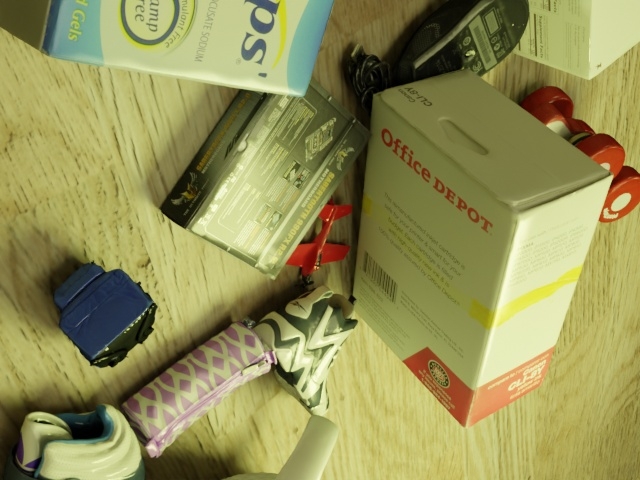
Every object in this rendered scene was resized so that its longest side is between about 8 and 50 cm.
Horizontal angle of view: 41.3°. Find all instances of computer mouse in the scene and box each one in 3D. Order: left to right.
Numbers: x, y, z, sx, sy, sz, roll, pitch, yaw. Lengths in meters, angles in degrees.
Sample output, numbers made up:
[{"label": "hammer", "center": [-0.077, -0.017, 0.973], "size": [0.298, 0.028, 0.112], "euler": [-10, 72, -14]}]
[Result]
[{"label": "computer mouse", "center": [0.156, -0.253, 1.137], "size": [0.272, 0.072, 0.188], "euler": [-37, 140, -4]}]

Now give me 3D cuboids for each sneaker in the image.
[{"label": "sneaker", "center": [-0.352, 0.304, 0.959], "size": [0.323, 0.130, 0.236], "euler": [-20, 120, -32]}, {"label": "sneaker", "center": [0.003, 0.151, 1.226], "size": [0.153, 0.094, 0.235], "euler": [-40, 134, -15]}]

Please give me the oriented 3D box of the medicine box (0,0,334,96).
[{"label": "medicine box", "center": [-0.121, -0.288, 0.763], "size": [0.289, 0.149, 0.263], "euler": [-1, 116, -44]}]

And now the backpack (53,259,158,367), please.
[{"label": "backpack", "center": [-0.235, 0.081, 0.937], "size": [0.098, 0.101, 0.120], "euler": [-39, 170, -15]}]

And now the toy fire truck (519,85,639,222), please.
[{"label": "toy fire truck", "center": [0.364, -0.089, 1.396], "size": [0.254, 0.169, 0.302], "euler": [-43, 142, 13]}]

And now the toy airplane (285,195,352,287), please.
[{"label": "toy airplane", "center": [0.000, 0.000, 1.172], "size": [0.151, 0.028, 0.151], "euler": [-24, 130, -31]}]

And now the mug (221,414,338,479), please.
[{"label": "mug", "center": [-0.070, 0.415, 1.162], "size": [0.328, 0.276, 0.374], "euler": [16, 99, -83]}]

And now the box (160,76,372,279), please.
[{"label": "box", "center": [-0.059, -0.086, 1.033], "size": [0.231, 0.056, 0.183], "euler": [-56, 141, 0]}]

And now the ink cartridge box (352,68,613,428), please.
[{"label": "ink cartridge box", "center": [0.192, 0.010, 1.132], "size": [0.160, 0.279, 0.384], "euler": [-21, 137, -25]}]

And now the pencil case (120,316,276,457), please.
[{"label": "pencil case", "center": [-0.155, 0.191, 1.098], "size": [0.206, 0.088, 0.086], "euler": [-36, 135, -22]}]

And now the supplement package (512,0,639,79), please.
[{"label": "supplement package", "center": [0.386, -0.403, 1.202], "size": [0.204, 0.145, 0.261], "euler": [-37, 137, -22]}]
